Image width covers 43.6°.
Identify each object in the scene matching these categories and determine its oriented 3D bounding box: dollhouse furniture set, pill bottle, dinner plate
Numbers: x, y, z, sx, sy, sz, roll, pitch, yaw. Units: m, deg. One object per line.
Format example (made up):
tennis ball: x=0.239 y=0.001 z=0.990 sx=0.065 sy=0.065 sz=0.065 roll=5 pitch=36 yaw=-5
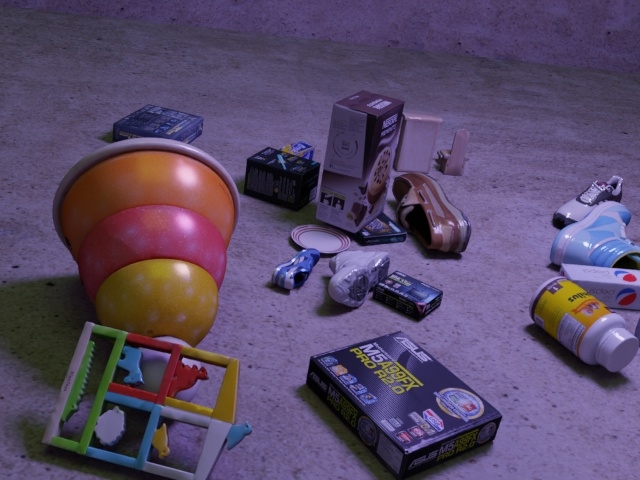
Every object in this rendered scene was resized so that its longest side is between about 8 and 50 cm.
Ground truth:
dollhouse furniture set: x=0.276 y=-0.360 z=2.503 sx=0.303 sy=0.174 sz=0.356 roll=4 pitch=28 yaw=-12
pill bottle: x=0.533 y=0.171 z=1.622 sx=0.117 sy=0.117 sz=0.215 roll=-7 pitch=32 yaw=-29
dinner plate: x=0.000 y=0.000 z=1.891 sx=0.141 sy=0.017 sz=0.141 roll=8 pitch=28 yaw=-4

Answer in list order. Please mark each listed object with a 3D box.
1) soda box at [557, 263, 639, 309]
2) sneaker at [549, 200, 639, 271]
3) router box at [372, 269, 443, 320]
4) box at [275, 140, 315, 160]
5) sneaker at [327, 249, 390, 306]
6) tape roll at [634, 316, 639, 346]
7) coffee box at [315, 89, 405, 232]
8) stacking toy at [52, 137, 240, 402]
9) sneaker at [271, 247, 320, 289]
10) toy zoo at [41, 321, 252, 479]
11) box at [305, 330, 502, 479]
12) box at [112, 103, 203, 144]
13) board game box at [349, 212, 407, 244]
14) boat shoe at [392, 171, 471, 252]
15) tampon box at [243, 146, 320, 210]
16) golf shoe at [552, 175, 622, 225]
soda box: x=0.656 y=0.108 z=1.838 sx=0.216 sy=0.069 sz=0.074 roll=5 pitch=28 yaw=-8
sneaker: x=0.736 y=0.016 z=1.985 sx=0.319 sy=0.127 sz=0.208 roll=-28 pitch=42 yaw=-36
router box: x=0.186 y=0.115 z=1.704 sx=0.122 sy=0.038 sz=0.092 roll=25 pitch=30 yaw=27
box: x=-0.087 y=-0.234 z=2.273 sx=0.059 sy=0.054 sz=0.169 roll=24 pitch=31 yaw=27
sneaker: x=0.058 y=0.075 z=1.709 sx=0.115 sy=0.090 sz=0.232 roll=14 pitch=18 yaw=24
tape roll: x=0.786 y=0.202 z=1.694 sx=0.219 sy=0.072 sz=0.219 roll=7 pitch=27 yaw=-3
coffee box: x=0.095 y=-0.192 z=1.925 sx=0.118 sy=0.297 sz=0.168 roll=21 pitch=30 yaw=22
stacking toy: x=-0.289 y=0.084 z=1.395 sx=0.350 sy=0.351 sz=0.480 roll=1 pitch=44 yaw=-17
sneaker: x=-0.042 y=0.065 z=1.717 sx=0.059 sy=0.053 sz=0.144 roll=25 pitch=40 yaw=30
toy zoo: x=-0.242 y=0.247 z=1.194 sx=0.293 sy=0.030 sz=0.192 roll=12 pitch=69 yaw=6
box: x=0.137 y=0.269 z=1.369 sx=0.216 sy=0.060 sz=0.270 roll=-11 pitch=34 yaw=-34
box: x=-0.465 y=-0.323 z=2.317 sx=0.183 sy=0.059 sz=0.233 roll=14 pitch=27 yaw=9
board game box: x=0.116 y=-0.046 z=2.006 sx=0.126 sy=0.026 sz=0.186 roll=-5 pitch=30 yaw=-27
boat shoe: x=0.253 y=-0.077 z=2.011 sx=0.119 sy=0.123 sz=0.324 roll=-6 pitch=30 yaw=-21
tampon box: x=-0.100 y=-0.162 z=2.077 sx=0.161 sy=0.102 sz=0.120 roll=19 pitch=28 yaw=19
golf shoe: x=0.746 y=-0.109 z=2.233 sx=0.272 sy=0.120 sz=0.105 roll=-18 pitch=39 yaw=-40
